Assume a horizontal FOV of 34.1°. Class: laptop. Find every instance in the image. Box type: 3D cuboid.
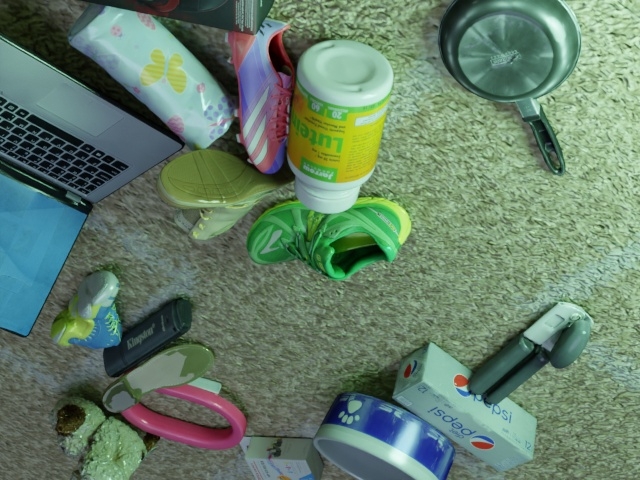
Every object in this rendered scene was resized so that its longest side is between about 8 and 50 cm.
[{"bbox_3d":[-0.497,-0.072,1.658,0.408,0.236,0.382,-26,140,36],"label":"laptop"}]

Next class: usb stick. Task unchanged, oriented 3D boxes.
[{"bbox_3d":[-0.345,0.195,2.064,0.045,0.077,0.278,18,143,-38],"label":"usb stick"}]

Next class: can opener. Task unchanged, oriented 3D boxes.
[{"bbox_3d":[0.366,0.211,1.825,0.076,0.095,0.283,31,129,-12],"label":"can opener"}]

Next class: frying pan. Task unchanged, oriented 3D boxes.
[{"bbox_3d":[0.260,-0.217,1.472,0.197,0.053,0.326,7,132,13],"label":"frying pan"}]

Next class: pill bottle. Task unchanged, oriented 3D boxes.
[{"bbox_3d":[0.022,-0.160,1.538,0.136,0.136,0.245,14,136,4],"label":"pill bottle"}]

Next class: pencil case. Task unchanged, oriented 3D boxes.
[{"bbox_3d":[-0.244,-0.253,1.547,0.273,0.113,0.124,42,173,-23],"label":"pencil case"}]

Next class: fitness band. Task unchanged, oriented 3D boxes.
[{"bbox_3d":[-0.298,0.363,2.231,0.291,0.054,0.209,16,137,4],"label":"fitness band"}]

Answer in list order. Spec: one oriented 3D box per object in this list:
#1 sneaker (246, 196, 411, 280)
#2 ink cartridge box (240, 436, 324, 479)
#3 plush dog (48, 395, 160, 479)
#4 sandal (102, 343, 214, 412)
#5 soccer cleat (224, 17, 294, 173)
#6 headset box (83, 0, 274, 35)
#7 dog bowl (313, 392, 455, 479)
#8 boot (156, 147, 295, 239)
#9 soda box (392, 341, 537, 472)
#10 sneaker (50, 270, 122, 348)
[{"bbox_3d":[0.000,0.000,1.716,0.296,0.123,0.109,-8,131,26],"label":"sneaker"},{"bbox_3d":[-0.095,0.484,2.278,0.181,0.061,0.104,-2,133,21],"label":"ink cartridge box"},{"bbox_3d":[-0.498,0.433,2.295,0.225,0.210,0.262,44,155,-4],"label":"plush dog"},{"bbox_3d":[-0.334,0.263,2.123,0.240,0.079,0.088,-27,110,-1],"label":"sandal"},{"bbox_3d":[-0.075,-0.209,1.539,0.095,0.083,0.248,5,120,24],"label":"soccer cleat"},{"bbox_3d":[-0.177,-0.407,1.374,0.293,0.110,0.218,13,136,6],"label":"headset box"},{"bbox_3d":[0.125,0.406,2.032,0.265,0.104,0.265,24,158,11],"label":"dog bowl"},{"bbox_3d":[-0.185,-0.067,1.646,0.203,0.262,0.095,-33,79,43],"label":"boot"},{"bbox_3d":[0.274,0.316,1.961,0.286,0.098,0.091,36,134,-18],"label":"soda box"},{"bbox_3d":[-0.427,0.141,2.045,0.126,0.091,0.240,22,140,-30],"label":"sneaker"}]
